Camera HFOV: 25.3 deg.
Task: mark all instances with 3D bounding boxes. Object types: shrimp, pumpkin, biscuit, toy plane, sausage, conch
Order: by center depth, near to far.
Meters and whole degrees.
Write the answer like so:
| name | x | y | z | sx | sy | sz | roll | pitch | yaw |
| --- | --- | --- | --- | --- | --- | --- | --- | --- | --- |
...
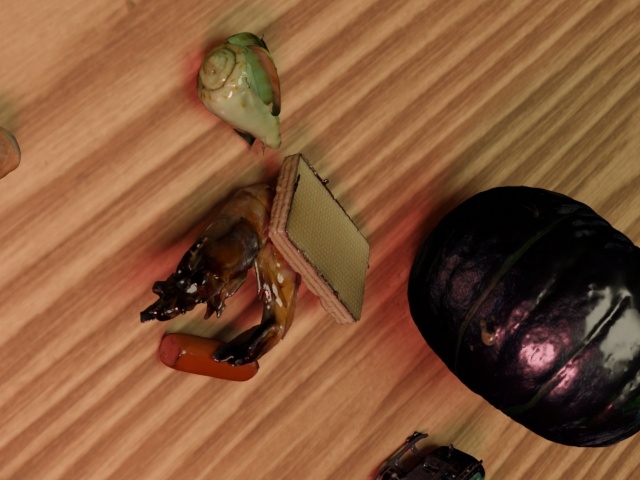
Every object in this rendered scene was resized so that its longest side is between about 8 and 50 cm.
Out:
| name | x | y | z | sx | sy | sz | roll | pitch | yaw |
| --- | --- | --- | --- | --- | --- | --- | --- | --- | --- |
| shrimp | -0.093 | 0.056 | 1.574 | 0.178 | 0.075 | 0.289 | 69 | 28 | -21 |
| conch | -0.076 | -0.167 | 1.574 | 0.106 | 0.079 | 0.170 | -58 | 147 | -11 |
| sausage | -0.122 | 0.133 | 1.604 | 0.131 | 0.039 | 0.041 | 17 | 112 | -43 |
| biscuit | 0.000 | 0.000 | 1.661 | 0.199 | 0.040 | 0.121 | 53 | 39 | -45 |
| pumpkin | 0.289 | 0.094 | 1.778 | 0.363 | 0.363 | 0.266 | 33 | 93 | -43 |
| toy plane | 0.112 | 0.382 | 1.850 | 0.381 | 0.106 | 0.155 | -38 | 134 | -39 |

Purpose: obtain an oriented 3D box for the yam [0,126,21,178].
| name | x | y | z | sx | sy | sz | roll | pitch | yaw |
| --- | --- | --- | --- | --- | --- | --- | --- | --- | --- |
| yam | -0.397 | -0.023 | 1.295 | 0.299 | 0.066 | 0.066 | -37 | 122 | -35 |
